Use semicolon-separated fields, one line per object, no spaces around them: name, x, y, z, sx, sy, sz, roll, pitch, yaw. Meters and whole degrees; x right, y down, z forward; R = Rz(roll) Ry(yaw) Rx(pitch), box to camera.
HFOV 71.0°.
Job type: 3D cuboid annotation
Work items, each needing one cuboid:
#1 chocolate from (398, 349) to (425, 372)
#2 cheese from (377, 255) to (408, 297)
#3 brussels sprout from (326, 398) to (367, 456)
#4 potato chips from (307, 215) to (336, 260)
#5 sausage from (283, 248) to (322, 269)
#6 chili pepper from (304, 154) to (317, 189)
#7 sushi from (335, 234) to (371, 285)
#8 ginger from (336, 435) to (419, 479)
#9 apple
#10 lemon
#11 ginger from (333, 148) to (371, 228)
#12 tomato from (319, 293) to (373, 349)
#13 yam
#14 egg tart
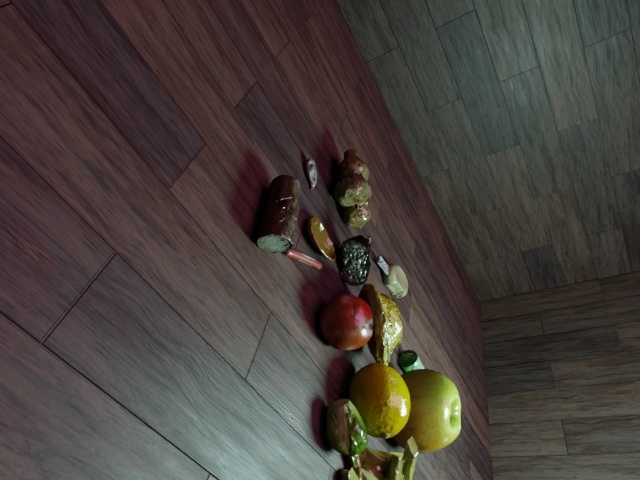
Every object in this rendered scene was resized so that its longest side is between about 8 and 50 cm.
chocolate;0.491;0.679;2.260;0.291;0.110;0.110;58;31;-30
cheese;0.363;0.177;2.326;0.286;0.082;0.163;45;38;-38
brussels sprout;0.089;0.634;1.506;0.183;0.131;0.145;64;23;-23
potato chips;0.000;0.000;1.787;0.202;0.049;0.150;47;33;-37
sausage;-0.060;0.068;1.657;0.253;0.034;0.034;29;50;-52
chili pepper;-0.039;-0.288;1.886;0.050;0.041;0.153;-5;76;-19
sushi;0.143;0.086;1.925;0.115;0.147;0.213;-43;130;-66
ginger;0.217;0.867;1.537;0.358;0.211;0.413;58;32;-22
apple;0.448;0.730;1.925;0.338;0.305;0.338;40;42;-49
lemon;0.216;0.586;1.659;0.236;0.236;0.263;41;4;-46
ginger;0.150;-0.257;2.091;0.256;0.176;0.375;63;22;-58
tomato;0.103;0.301;1.662;0.208;0.184;0.208;35;46;-47
yam;-0.137;-0.088;1.509;0.131;0.131;0.280;47;36;-40
egg tart;0.245;0.331;1.817;0.341;0.132;0.341;171;-90;-82
